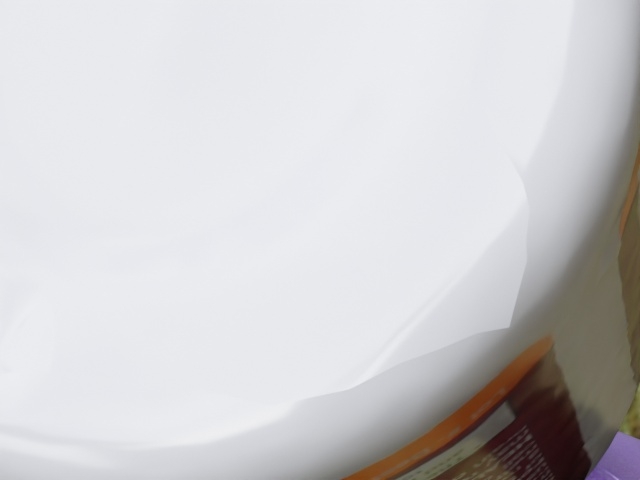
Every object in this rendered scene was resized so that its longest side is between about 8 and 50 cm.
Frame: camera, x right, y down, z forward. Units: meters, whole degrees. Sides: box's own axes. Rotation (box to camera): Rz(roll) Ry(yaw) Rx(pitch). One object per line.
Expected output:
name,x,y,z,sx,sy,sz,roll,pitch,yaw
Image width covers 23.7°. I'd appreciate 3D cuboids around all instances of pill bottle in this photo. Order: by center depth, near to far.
pill bottle,0.000,0.000,0.523,0.224,0.224,0.392,-65,-17,-10

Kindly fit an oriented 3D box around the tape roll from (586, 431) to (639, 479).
tape roll,0.100,0.229,0.764,0.274,0.090,0.275,-2,87,32
